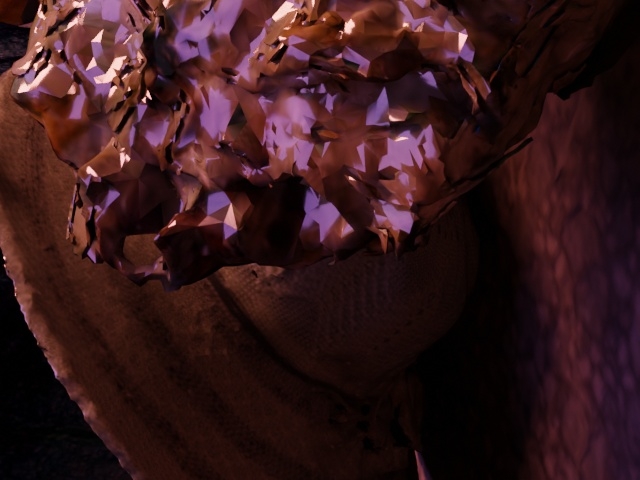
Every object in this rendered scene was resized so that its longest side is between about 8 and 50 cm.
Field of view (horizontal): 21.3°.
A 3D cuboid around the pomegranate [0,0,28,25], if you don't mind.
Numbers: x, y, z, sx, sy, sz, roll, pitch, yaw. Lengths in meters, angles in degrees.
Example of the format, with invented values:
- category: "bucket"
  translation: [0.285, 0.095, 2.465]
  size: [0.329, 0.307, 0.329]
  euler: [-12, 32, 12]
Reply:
- category: "pomegranate"
  translation: [-0.265, -0.279, 1.323]
  size: [0.248, 0.248, 0.248]
  euler: [177, 90, -74]

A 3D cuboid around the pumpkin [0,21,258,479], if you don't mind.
- category: "pumpkin"
  translation: [-0.166, 0.051, 0.965]
  size: [0.363, 0.266, 0.363]
  euler: [178, 90, -79]

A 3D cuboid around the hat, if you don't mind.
- category: "hat"
  translation: [0.000, 0.000, 0.634]
  size: [0.110, 0.252, 0.252]
  euler: [-34, 49, 22]

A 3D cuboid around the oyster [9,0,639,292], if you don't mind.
- category: "oyster"
  translation: [0.009, -0.091, 0.490]
  size: [0.092, 0.259, 0.198]
  euler: [10, -109, -66]
